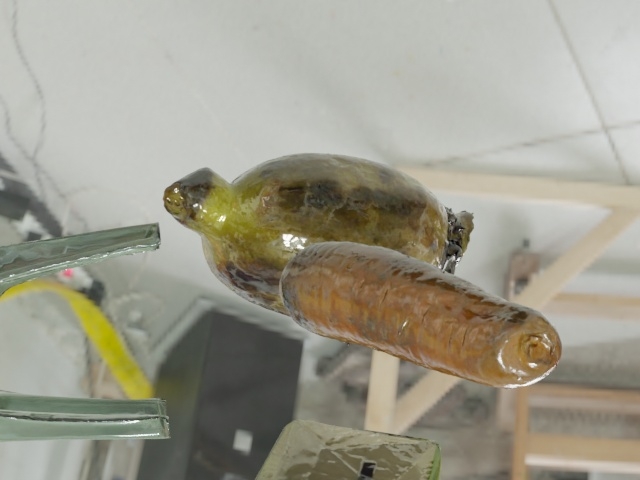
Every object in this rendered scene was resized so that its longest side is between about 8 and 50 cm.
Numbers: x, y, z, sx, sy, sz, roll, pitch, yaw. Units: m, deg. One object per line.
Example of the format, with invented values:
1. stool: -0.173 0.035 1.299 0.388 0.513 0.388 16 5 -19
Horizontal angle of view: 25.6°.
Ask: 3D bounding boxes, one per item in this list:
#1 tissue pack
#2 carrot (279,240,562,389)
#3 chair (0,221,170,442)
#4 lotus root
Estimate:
1. tissue pack: 0.017 0.338 1.299 0.167 0.200 0.275 8 119 13
2. carrot: 0.051 0.038 0.755 0.186 0.060 0.060 14 155 44
3. chair: -0.249 0.052 1.026 0.274 0.191 0.203 -2 178 -9
4. lotus root: 0.000 0.000 1.270 0.314 0.141 0.169 10 152 -28
